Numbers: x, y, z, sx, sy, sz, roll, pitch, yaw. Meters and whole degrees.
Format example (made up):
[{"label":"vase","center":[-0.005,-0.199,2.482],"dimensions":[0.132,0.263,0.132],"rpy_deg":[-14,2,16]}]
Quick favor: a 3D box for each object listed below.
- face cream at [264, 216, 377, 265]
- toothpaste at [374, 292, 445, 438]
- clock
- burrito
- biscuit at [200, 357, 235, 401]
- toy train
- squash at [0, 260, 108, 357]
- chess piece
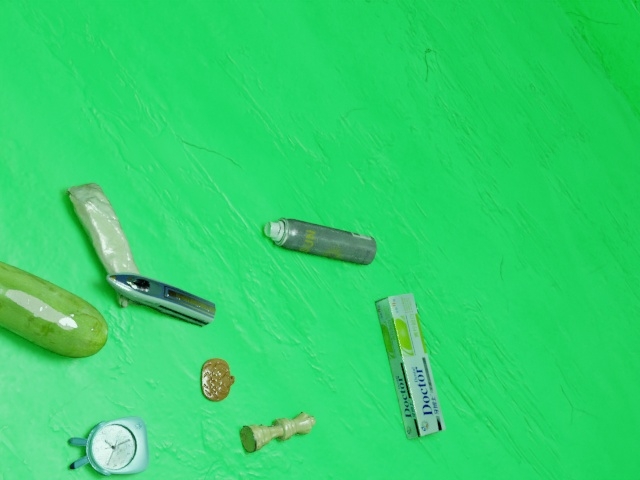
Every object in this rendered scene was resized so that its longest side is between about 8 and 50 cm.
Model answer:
[{"label":"face cream","center":[0.000,0.000,2.006],"dimensions":[0.284,0.073,0.073],"rpy_deg":[13,67,-30]},{"label":"toothpaste","center":[0.215,0.298,2.048],"dimensions":[0.081,0.067,0.336],"rpy_deg":[-5,76,-32]},{"label":"clock","center":[-0.399,0.392,1.618],"dimensions":[0.147,0.045,0.108],"rpy_deg":[1,72,-32]},{"label":"burrito","center":[-0.428,0.009,1.727],"dimensions":[0.082,0.059,0.275],"rpy_deg":[-21,87,-40]},{"label":"biscuit","center":[-0.214,0.291,1.795],"dimensions":[0.078,0.015,0.091],"rpy_deg":[6,71,-32]},{"label":"toy train","center":[-0.319,0.113,1.728],"dimensions":[0.252,0.048,0.055],"rpy_deg":[27,57,-42]},{"label":"squash","center":[-0.560,0.108,1.569],"dimensions":[0.371,0.118,0.118],"rpy_deg":[32,59,-19]},{"label":"chess piece","center":[-0.084,0.402,1.820],"dimensions":[0.172,0.060,0.060],"rpy_deg":[-8,78,-38]}]
